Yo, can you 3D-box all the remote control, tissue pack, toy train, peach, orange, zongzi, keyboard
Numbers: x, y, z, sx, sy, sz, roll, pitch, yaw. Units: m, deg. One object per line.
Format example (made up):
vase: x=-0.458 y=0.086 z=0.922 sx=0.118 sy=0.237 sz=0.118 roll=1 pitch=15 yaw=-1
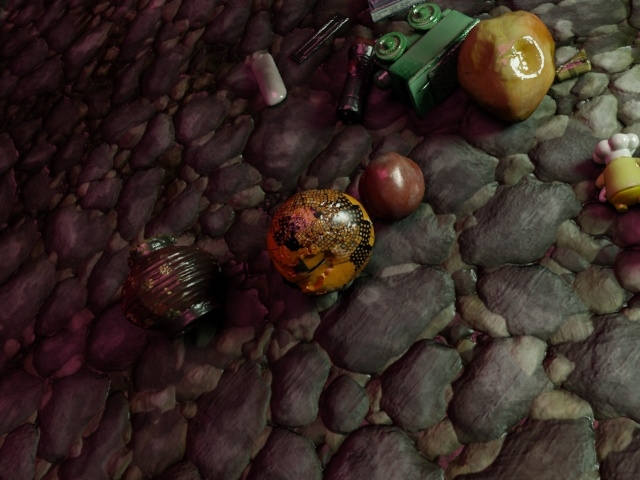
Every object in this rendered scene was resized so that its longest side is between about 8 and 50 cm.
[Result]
remote control: x=-0.158 y=-0.480 z=1.661 sx=0.073 sy=0.044 sz=0.229 roll=-29 pitch=54 yaw=11
tissue pack: x=0.213 y=-0.698 z=1.608 sx=0.156 sy=0.051 sz=0.113 roll=-16 pitch=55 yaw=17
toy train: x=0.257 y=-0.458 z=1.388 sx=0.266 sy=0.145 sz=0.202 roll=-43 pitch=56 yaw=-2
peach: x=0.152 y=-0.111 z=1.242 sx=0.152 sy=0.152 sz=0.152 roll=-12 pitch=57 yaw=19
orange: x=0.000 y=0.000 z=1.187 sx=0.234 sy=0.234 sz=0.182 roll=-30 pitch=34 yaw=7
peach: x=0.410 y=-0.374 z=1.243 sx=0.214 sy=0.214 sz=0.236 roll=-10 pitch=76 yaw=20
zongzi: x=0.565 y=-0.400 z=1.275 sx=0.076 sy=0.040 sz=0.083 roll=-16 pitch=44 yaw=24
keyboard: x=-0.005 y=-0.606 z=1.681 sx=0.204 sy=0.013 sz=0.061 roll=-44 pitch=53 yaw=-3

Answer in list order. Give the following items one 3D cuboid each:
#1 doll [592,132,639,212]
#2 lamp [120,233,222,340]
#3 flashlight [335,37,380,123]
doll: x=0.584 y=-0.136 z=1.088 sx=0.106 sy=0.062 sz=0.163 roll=-26 pitch=54 yaw=40
lamp: x=-0.345 y=0.103 z=1.292 sx=0.246 sy=0.247 sz=0.247 roll=-12 pitch=57 yaw=19
flashlight: x=0.094 y=-0.419 z=1.479 sx=0.092 sy=0.093 sz=0.232 roll=4 pitch=64 yaw=27
